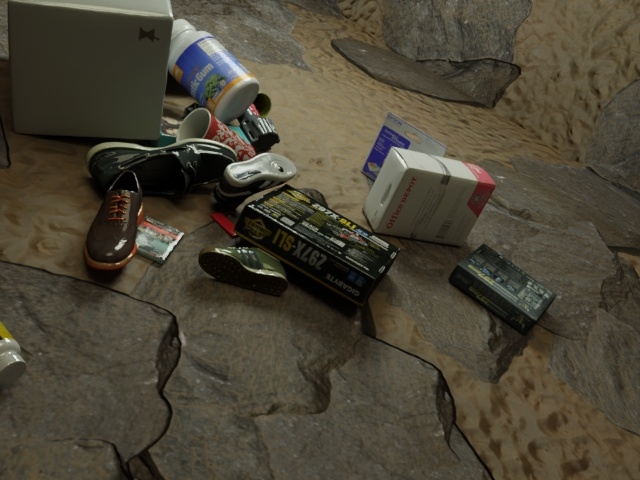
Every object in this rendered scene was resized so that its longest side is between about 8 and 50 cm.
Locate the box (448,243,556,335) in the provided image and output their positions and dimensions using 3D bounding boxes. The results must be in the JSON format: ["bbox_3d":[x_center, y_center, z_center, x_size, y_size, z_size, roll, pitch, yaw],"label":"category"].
[{"bbox_3d":[0.458,0.118,1.834,0.233,0.059,0.183,37,32,17],"label":"box"}]

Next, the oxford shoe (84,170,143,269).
[{"bbox_3d":[-0.396,-0.042,1.400,0.097,0.098,0.271,5,32,-10],"label":"oxford shoe"}]

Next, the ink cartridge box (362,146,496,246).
[{"bbox_3d":[0.281,-0.113,1.913,0.283,0.207,0.117,9,33,-27],"label":"ink cartridge box"}]

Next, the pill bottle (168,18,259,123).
[{"bbox_3d":[-0.302,-0.449,1.921,0.272,0.152,0.152,45,34,10],"label":"pill bottle"}]

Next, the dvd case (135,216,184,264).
[{"bbox_3d":[-0.335,-0.002,1.481,0.087,0.013,0.119,24,29,-2],"label":"dvd case"}]

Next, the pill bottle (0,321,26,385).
[{"bbox_3d":[-0.483,0.157,1.074,0.116,0.065,0.065,40,33,24],"label":"pill bottle"}]

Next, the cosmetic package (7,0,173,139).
[{"bbox_3d":[-0.533,-0.483,1.691,0.327,0.329,0.393,1,43,-20],"label":"cosmetic package"}]

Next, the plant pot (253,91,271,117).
[{"bbox_3d":[-0.199,-0.409,2.160,0.083,0.083,0.079,1,27,-36],"label":"plant pot"}]

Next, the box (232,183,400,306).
[{"bbox_3d":[0.000,0.000,1.627,0.322,0.079,0.257,30,19,8],"label":"box"}]

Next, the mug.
[{"bbox_3d":[-0.258,-0.215,1.761,0.169,0.150,0.113,30,17,-46],"label":"mug"}]

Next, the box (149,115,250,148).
[{"bbox_3d":[-0.305,-0.253,1.846,0.244,0.060,0.100,3,37,-34],"label":"box"}]

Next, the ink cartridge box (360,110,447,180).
[{"bbox_3d":[0.240,-0.230,2.067,0.206,0.208,0.045,36,35,18],"label":"ink cartridge box"}]

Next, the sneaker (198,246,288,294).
[{"bbox_3d":[-0.157,0.046,1.491,0.192,0.064,0.086,21,29,-19],"label":"sneaker"}]

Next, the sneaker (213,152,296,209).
[{"bbox_3d":[-0.163,-0.134,1.706,0.217,0.121,0.079,-14,65,-47],"label":"sneaker"}]

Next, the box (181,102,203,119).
[{"bbox_3d":[-0.319,-0.321,1.949,0.083,0.052,0.062,28,31,2],"label":"box"}]

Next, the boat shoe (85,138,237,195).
[{"bbox_3d":[-0.330,-0.149,1.603,0.340,0.127,0.113,1,39,-33],"label":"boat shoe"}]

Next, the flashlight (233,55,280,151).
[{"bbox_3d":[-0.206,-0.380,2.042,0.304,0.103,0.103,58,6,26],"label":"flashlight"}]

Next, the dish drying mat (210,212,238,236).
[{"bbox_3d":[-0.209,-0.036,1.631,0.083,0.008,0.032,42,35,26],"label":"dish drying mat"}]
